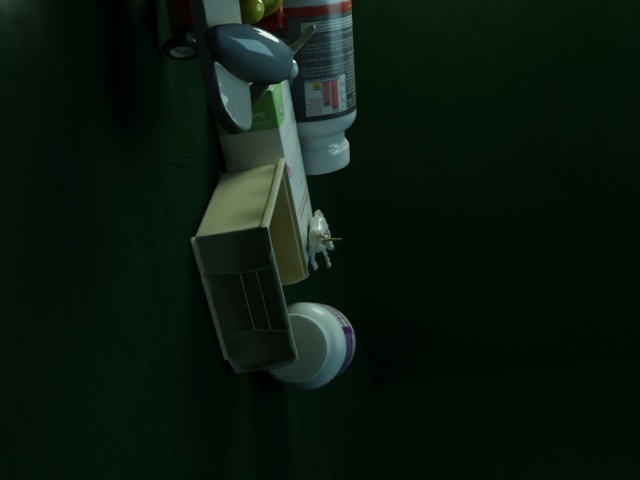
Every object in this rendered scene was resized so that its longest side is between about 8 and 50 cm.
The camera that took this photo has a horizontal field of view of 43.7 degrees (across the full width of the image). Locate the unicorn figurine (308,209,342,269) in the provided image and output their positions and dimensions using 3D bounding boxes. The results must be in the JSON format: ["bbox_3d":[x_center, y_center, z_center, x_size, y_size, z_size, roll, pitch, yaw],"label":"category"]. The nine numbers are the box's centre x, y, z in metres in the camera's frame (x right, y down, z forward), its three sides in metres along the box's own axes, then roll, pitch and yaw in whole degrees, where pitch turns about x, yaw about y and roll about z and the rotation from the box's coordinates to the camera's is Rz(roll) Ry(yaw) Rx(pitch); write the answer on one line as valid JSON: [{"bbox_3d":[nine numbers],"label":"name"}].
[{"bbox_3d":[0.000,0.000,1.541,0.162,0.060,0.111,-112,-172,-50],"label":"unicorn figurine"}]

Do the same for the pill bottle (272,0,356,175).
[{"bbox_3d":[-0.032,-0.332,1.657,0.210,0.210,0.363,-79,166,-68],"label":"pill bottle"}]

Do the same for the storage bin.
[{"bbox_3d":[-0.104,0.040,1.321,0.262,0.123,0.260,-85,165,-62],"label":"storage bin"}]

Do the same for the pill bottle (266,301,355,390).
[{"bbox_3d":[-0.026,0.205,1.569,0.301,0.169,0.169,33,50,-81],"label":"pill bottle"}]

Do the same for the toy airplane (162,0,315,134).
[{"bbox_3d":[-0.124,-0.376,0.992,0.384,0.272,0.386,-87,166,-56],"label":"toy airplane"}]

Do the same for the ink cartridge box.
[{"bbox_3d":[-0.101,-0.130,1.522,0.207,0.119,0.353,-79,160,-67],"label":"ink cartridge box"}]
